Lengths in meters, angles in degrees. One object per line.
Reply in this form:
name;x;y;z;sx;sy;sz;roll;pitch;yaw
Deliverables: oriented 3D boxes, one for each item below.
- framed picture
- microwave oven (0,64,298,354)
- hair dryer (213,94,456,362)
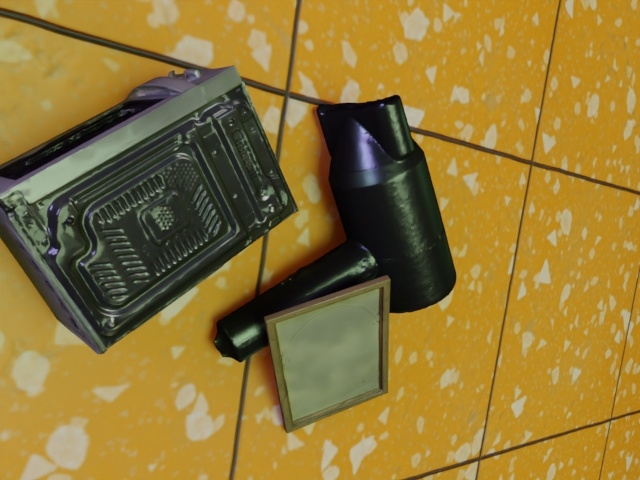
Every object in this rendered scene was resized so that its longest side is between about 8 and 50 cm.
framed picture;0.014;0.132;0.660;0.136;0.010;0.200;-18;133;-15
microwave oven;-0.145;-0.033;0.494;0.208;0.122;0.162;-38;120;-28
hair dryer;0.000;0.000;0.646;0.302;0.116;0.244;-32;116;-23
